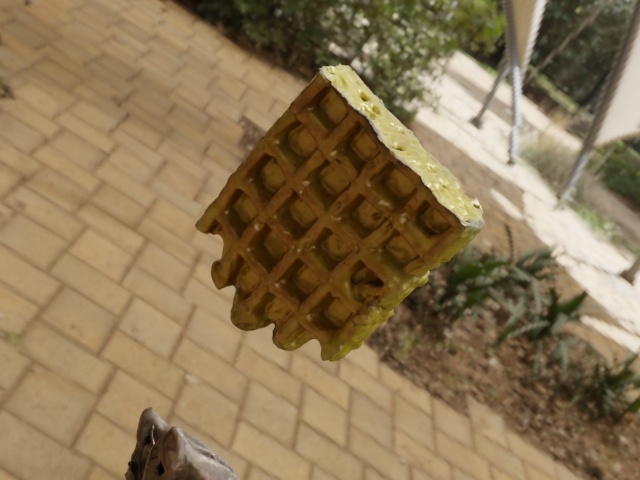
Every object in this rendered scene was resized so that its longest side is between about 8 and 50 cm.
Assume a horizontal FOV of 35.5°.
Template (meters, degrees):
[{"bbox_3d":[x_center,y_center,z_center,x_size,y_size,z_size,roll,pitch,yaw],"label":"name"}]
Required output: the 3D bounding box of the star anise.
[{"bbox_3d":[-0.108,0.276,0.948,0.257,0.111,0.198,59,-4,2],"label":"star anise"}]

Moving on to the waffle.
[{"bbox_3d":[0.000,0.000,0.745,0.160,0.211,0.055,47,29,10],"label":"waffle"}]
